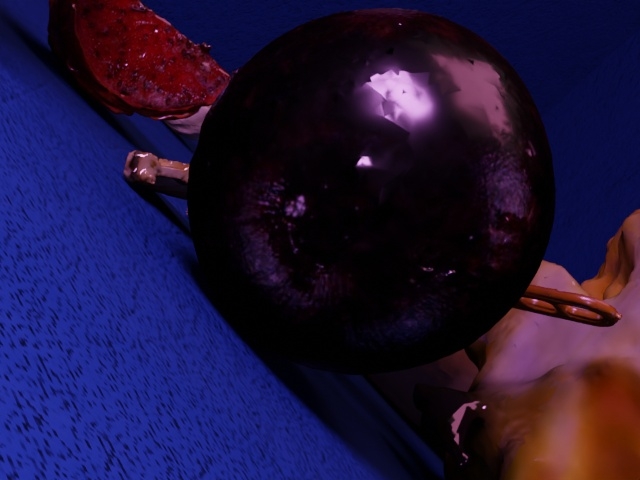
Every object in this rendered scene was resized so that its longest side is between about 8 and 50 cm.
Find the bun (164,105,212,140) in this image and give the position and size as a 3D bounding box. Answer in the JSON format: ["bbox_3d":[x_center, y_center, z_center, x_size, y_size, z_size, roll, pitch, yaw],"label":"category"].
[{"bbox_3d":[-0.138,-0.135,1.518,0.086,0.055,0.086,38,16,-13],"label":"bun"}]

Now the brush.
[{"bbox_3d":[0.053,0.021,0.990,0.314,0.017,0.090,11,-15,31],"label":"brush"}]

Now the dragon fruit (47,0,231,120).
[{"bbox_3d":[-0.154,-0.136,1.106,0.162,0.083,0.106,32,-10,-36],"label":"dragon fruit"}]

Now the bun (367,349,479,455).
[{"bbox_3d":[0.120,0.074,1.338,0.299,0.165,0.299,46,4,-4],"label":"bun"}]

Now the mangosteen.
[{"bbox_3d":[0.034,-0.032,0.867,0.211,0.211,0.250,47,14,2],"label":"mangosteen"}]

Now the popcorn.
[{"bbox_3d":[0.235,0.126,1.026,0.316,0.297,0.281,9,-24,41],"label":"popcorn"}]

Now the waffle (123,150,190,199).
[{"bbox_3d":[-0.043,-0.029,0.950,0.152,0.023,0.097,12,-2,4],"label":"waffle"}]
